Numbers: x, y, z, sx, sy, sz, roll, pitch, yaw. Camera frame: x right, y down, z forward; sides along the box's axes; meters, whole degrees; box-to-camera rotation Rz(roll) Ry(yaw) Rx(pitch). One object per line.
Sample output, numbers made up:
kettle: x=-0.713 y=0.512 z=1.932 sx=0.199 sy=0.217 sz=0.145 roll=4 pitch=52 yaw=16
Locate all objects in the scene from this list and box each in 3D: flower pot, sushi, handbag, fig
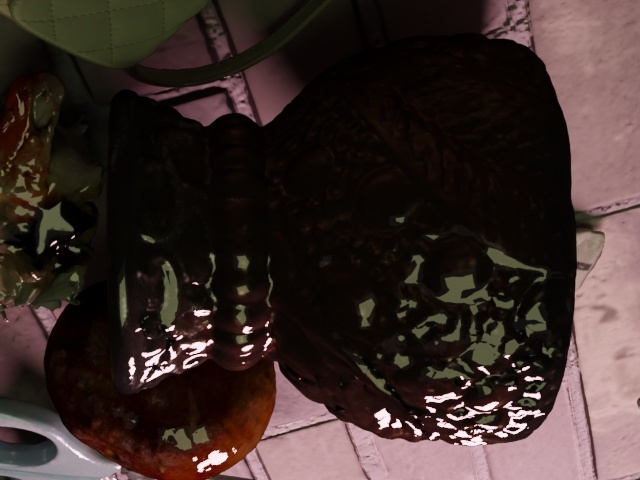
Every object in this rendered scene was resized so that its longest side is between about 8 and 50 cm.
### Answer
flower pot: x=0.000 y=0.000 z=0.864 sx=0.267 sy=0.266 sz=0.266 roll=0 pitch=135 yaw=-8
sushi: x=-0.199 y=-0.014 z=0.907 sx=0.103 sy=0.097 sz=0.226 roll=15 pitch=132 yaw=-6
handbag: x=-0.065 y=-0.187 z=0.790 sx=0.256 sy=0.079 sz=0.219 roll=-36 pitch=137 yaw=25
fig: x=-0.110 y=0.115 z=1.048 sx=0.170 sy=0.145 sz=0.274 roll=19 pitch=167 yaw=8

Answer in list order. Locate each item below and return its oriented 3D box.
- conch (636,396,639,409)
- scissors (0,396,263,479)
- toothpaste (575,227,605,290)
conch: x=0.349 y=0.097 z=1.154 sx=0.135 sy=0.102 sz=0.153 roll=10 pitch=166 yaw=-37
scissors: x=-0.157 y=0.197 z=1.158 sx=0.360 sy=0.029 sz=0.191 roll=7 pitch=143 yaw=-14
toothpaste: x=0.104 y=0.008 z=1.052 sx=0.256 sy=0.037 sz=0.067 roll=5 pitch=128 yaw=-22
